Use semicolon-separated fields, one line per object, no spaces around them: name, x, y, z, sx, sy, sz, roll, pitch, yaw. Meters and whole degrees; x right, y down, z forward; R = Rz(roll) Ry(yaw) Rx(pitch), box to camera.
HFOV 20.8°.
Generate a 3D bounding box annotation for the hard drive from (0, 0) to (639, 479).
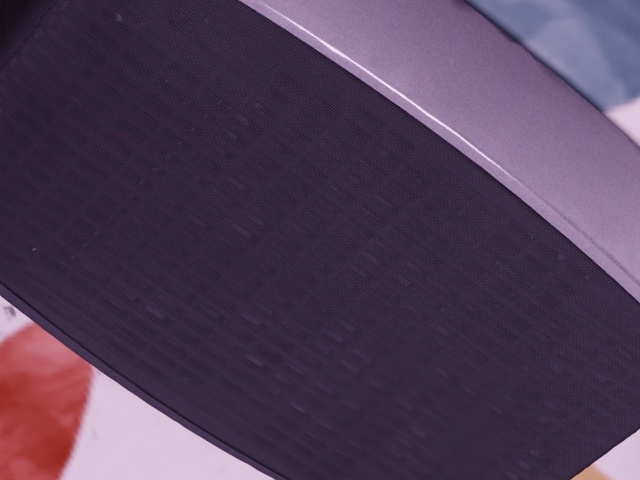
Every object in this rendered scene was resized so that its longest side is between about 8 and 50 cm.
hard drive;0.000;0.000;0.550;0.254;0.054;0.172;35;123;-20
